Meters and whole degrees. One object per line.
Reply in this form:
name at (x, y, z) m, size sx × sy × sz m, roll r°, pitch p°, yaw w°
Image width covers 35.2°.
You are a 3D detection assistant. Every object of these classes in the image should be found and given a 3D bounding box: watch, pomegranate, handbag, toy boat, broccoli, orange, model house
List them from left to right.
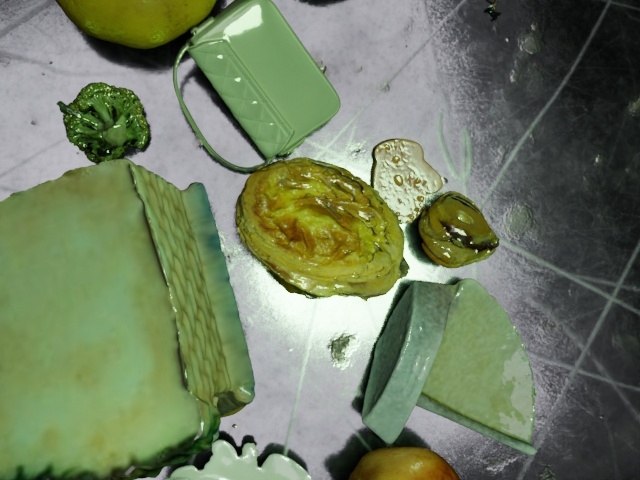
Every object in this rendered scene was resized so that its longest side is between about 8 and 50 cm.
model house at (-0.325, 0.153, 1.428) m, size 0.446 × 0.400 × 0.395 m, roll -21°, pitch 81°, yaw 11°
broccoli at (-0.332, -0.182, 1.563) m, size 0.130 × 0.120 × 0.131 m, roll -21°, pitch 125°, yaw -21°
orange at (-0.276, -0.429, 1.512) m, size 0.279 × 0.235 × 0.279 m, roll 1°, pitch 84°, yaw -11°
watch at (-0.129, 0.413, 1.524) m, size 0.244 × 0.231 × 0.196 m, roll 11°, pitch 86°, yaw -2°
handbag at (-0.112, -0.237, 1.571) m, size 0.219 × 0.079 × 0.256 m, roll -38°, pitch 116°, yaw -2°
pomegranate at (0.132, 0.422, 1.563) m, size 0.209 × 0.209 × 0.209 m, roll 0°, pitch 90°, yaw -6°
toy boat at (0.214, 0.197, 1.631) m, size 0.294 × 0.111 × 0.276 m, roll 7°, pitch 87°, yaw -18°

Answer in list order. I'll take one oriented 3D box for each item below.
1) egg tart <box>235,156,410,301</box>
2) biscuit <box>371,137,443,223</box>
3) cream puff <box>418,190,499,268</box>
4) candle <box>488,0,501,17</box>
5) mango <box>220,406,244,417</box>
egg tart at (0.000, 0.000, 1.569) m, size 0.297 × 0.132 × 0.297 m, roll 12°, pitch 44°, yaw -12°
biscuit at (0.142, -0.097, 1.655) m, size 0.118 × 0.023 × 0.140 m, roll 5°, pitch 89°, yaw -6°
cream puff at (0.218, -0.010, 1.620) m, size 0.133 × 0.119 × 0.104 m, roll 19°, pitch 126°, yaw -27°
candle at (0.275, -0.451, 1.672) m, size 0.026 × 0.021 × 0.167 m, roll -9°, pitch 90°, yaw -26°
mango at (-0.186, 0.233, 1.596) m, size 0.161 × 0.076 × 0.103 m, roll -7°, pitch 95°, yaw -2°
